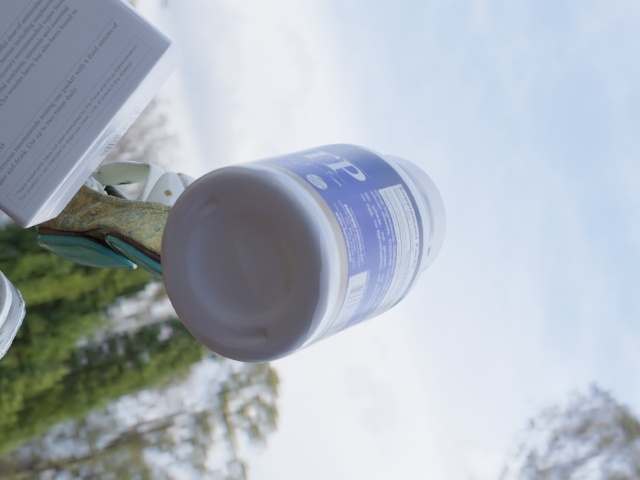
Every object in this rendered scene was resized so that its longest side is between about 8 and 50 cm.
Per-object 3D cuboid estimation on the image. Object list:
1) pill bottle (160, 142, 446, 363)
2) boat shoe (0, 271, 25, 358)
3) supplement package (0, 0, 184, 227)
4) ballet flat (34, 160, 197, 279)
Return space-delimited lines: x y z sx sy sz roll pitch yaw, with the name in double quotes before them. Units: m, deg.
"pill bottle" 0.000 0.000 0.895 0.112 0.186 0.112 5 -79 27
"boat shoe" -0.341 0.131 1.193 0.109 0.305 0.091 54 12 32
"supplement package" -0.272 -0.170 1.146 0.293 0.177 0.175 39 2 -4
"ballet flat" -0.165 -0.018 1.457 0.348 0.123 0.123 13 -63 52
